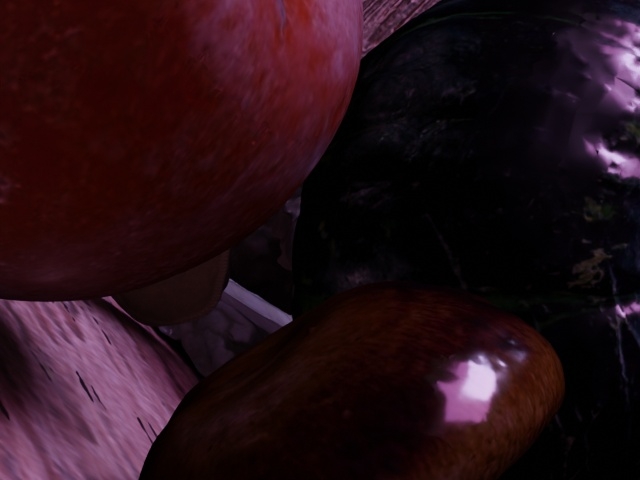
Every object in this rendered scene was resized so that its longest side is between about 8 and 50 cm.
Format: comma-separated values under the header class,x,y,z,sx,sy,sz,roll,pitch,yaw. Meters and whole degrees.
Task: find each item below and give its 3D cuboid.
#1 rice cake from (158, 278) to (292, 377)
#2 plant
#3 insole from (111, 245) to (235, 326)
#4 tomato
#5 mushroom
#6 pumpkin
class,x,y,z,sx,sy,sz,roll,pitch,yaw
rice cake,-0.028,0.060,1.060,0.124,0.038,0.211,43,5,37
plant,0.000,0.000,1.353,0.142,0.131,0.203,42,4,-30
insole,-0.090,-0.052,0.877,0.011,0.081,0.248,-91,169,-50
tomato,-0.115,-0.102,0.674,0.270,0.227,0.270,51,19,-25
mushroom,0.045,0.121,0.594,0.217,0.148,0.227,56,9,-2
pumpkin,0.100,0.018,0.958,0.238,0.315,0.315,3,-14,25
